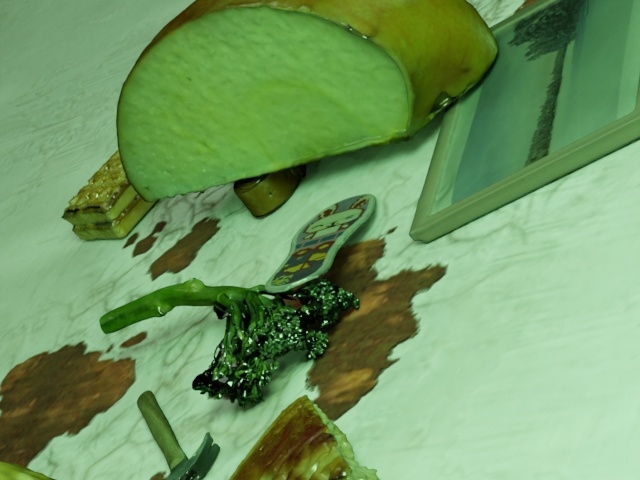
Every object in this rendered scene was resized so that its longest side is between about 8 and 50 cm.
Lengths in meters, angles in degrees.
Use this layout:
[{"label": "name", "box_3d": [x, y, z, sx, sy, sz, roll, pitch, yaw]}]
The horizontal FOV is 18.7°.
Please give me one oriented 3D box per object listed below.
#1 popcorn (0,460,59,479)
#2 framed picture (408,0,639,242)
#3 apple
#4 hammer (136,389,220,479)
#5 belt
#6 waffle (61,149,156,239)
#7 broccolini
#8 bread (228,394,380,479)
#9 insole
[{"label": "popcorn", "box_3d": [-0.235, 0.256, 1.182, 0.265, 0.225, 0.332, -28, 27, -21]}, {"label": "framed picture", "box_3d": [0.179, -0.125, 1.500, 0.213, 0.016, 0.289, -27, 25, 30]}, {"label": "apple", "box_3d": [-0.024, -0.144, 1.650, 0.346, 0.254, 0.179, -15, 73, 39]}, {"label": "hammer", "box_3d": [-0.115, 0.146, 1.456, 0.062, 0.017, 0.182, -40, 21, -1]}, {"label": "belt", "box_3d": [-0.045, -0.058, 1.705, 0.059, 0.036, 0.083, -26, 25, 28]}, {"label": "waffle", "box_3d": [-0.183, -0.065, 1.928, 0.148, 0.042, 0.102, -50, 23, -24]}, {"label": "broccolini", "box_3d": [-0.095, 0.079, 1.491, 0.271, 0.062, 0.123, -3, 27, 48]}, {"label": "bread", "box_3d": [-0.031, 0.171, 1.222, 0.136, 0.054, 0.154, -40, 16, -4]}, {"label": "insole", "box_3d": [0.000, 0.000, 1.499, 0.065, 0.004, 0.197, -15, 16, 22]}]
